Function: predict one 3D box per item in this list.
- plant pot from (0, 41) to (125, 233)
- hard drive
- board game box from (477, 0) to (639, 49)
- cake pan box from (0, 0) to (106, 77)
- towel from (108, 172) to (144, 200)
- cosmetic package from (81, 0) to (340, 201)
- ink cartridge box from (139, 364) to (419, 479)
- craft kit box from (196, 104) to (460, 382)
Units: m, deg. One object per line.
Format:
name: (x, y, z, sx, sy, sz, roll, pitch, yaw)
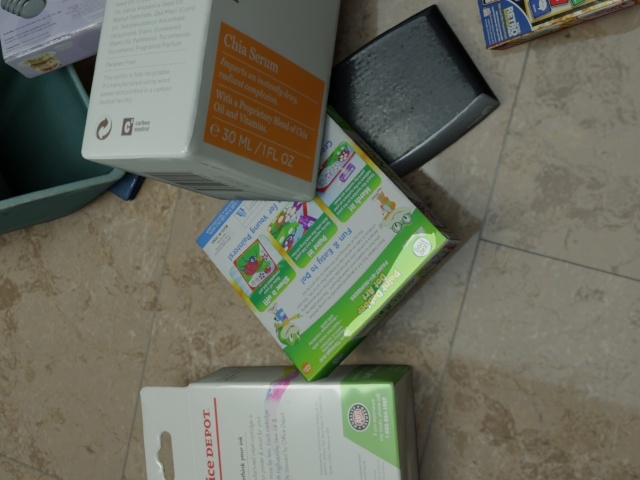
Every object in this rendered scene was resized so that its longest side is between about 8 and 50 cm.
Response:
plant pot: (-0.471, -0.117, 1.075, 0.252, 0.247, 0.247, -33, 82, 48)
hard drive: (0.078, -0.167, 0.989, 0.255, 0.054, 0.172, -33, 85, 18)
board game box: (0.267, -0.316, 0.879, 0.193, 0.045, 0.146, -9, 93, 44)
cake pan box: (-0.300, -0.369, 1.007, 0.267, 0.070, 0.245, -20, 75, 7)
towel: (-0.310, -0.113, 1.135, 0.119, 0.029, 0.067, 35, 106, 13)
cosmetic package: (-0.100, -0.287, 0.882, 0.162, 0.230, 0.453, 3, 84, 34)
ink cartridge box: (-0.054, 0.277, 1.040, 0.354, 0.119, 0.207, -3, 93, 18)
craft kit box: (0.000, 0.000, 0.953, 0.250, 0.061, 0.246, -47, 66, 18)
